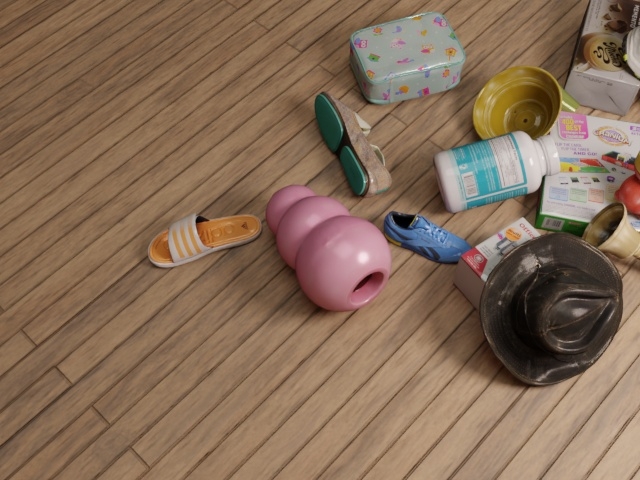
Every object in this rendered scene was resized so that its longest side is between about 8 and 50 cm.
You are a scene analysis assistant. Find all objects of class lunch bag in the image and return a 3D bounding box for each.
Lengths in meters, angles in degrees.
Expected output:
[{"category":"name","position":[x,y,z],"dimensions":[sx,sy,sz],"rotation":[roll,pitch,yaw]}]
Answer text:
[{"category":"lunch bag","position":[0.222,-0.475,1.985],"dimensions":[0.279,0.108,0.224],"rotation":[-15,56,-8]}]

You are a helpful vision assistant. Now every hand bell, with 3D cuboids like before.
[{"category":"hand bell","position":[0.698,0.035,1.655],"dimensions":[0.242,0.126,0.126],"rotation":[34,62,-10]}]

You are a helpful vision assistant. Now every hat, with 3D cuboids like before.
[{"category":"hat","position":[0.489,0.134,1.510],"dimensions":[0.331,0.134,0.331],"rotation":[1,88,-16]}]

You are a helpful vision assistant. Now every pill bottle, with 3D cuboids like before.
[{"category":"pill bottle","position":[0.398,-0.161,1.741],"dimensions":[0.264,0.146,0.146],"rotation":[-14,59,6]}]

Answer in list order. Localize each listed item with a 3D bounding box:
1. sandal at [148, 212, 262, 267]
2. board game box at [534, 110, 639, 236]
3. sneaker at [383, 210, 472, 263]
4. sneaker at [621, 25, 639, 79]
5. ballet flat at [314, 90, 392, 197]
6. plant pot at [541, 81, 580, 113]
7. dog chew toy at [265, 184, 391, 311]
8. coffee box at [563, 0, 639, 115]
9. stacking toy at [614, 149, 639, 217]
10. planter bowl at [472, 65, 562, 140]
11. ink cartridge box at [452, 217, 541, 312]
[{"category":"sandal","position":[-0.266,-0.022,1.741],"dimensions":[0.265,0.076,0.102],"rotation":[-17,60,-9]},{"category":"board game box","position":[0.642,-0.152,1.802],"dimensions":[0.242,0.064,0.316],"rotation":[12,60,8]},{"category":"sneaker","position":[0.240,-0.011,1.719],"dimensions":[0.209,0.082,0.069],"rotation":[20,59,12]},{"category":"sneaker","position":[0.890,-0.374,1.817],"dimensions":[0.385,0.147,0.145],"rotation":[38,59,-12]},{"category":"ballet flat","position":[0.083,-0.233,1.860],"dimensions":[0.106,0.107,0.316],"rotation":[-9,62,-27]},{"category":"plant pot","position":[0.599,-0.339,1.917],"dimensions":[0.079,0.083,0.083],"rotation":[36,65,6]},{"category":"dog chew toy","position":[0.000,0.000,1.659],"dimensions":[0.207,0.206,0.332],"rotation":[-33,55,-17]},{"category":"coffee box","position":[0.738,-0.481,1.967],"dimensions":[0.168,0.119,0.297],"rotation":[18,61,11]},{"category":"stacking toy","position":[0.818,-0.064,1.667],"dimensions":[0.280,0.130,0.309],"rotation":[-13,53,-39]},{"category":"planter bowl","position":[0.487,-0.305,1.864],"dimensions":[0.217,0.090,0.217],"rotation":[-11,69,29]},{"category":"ink cartridge box","position":[0.397,0.063,1.641],"dimensions":[0.176,0.127,0.128],"rotation":[-31,63,-17]}]
